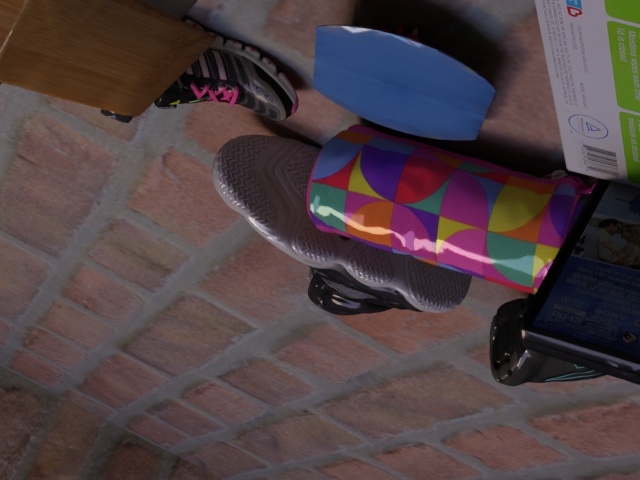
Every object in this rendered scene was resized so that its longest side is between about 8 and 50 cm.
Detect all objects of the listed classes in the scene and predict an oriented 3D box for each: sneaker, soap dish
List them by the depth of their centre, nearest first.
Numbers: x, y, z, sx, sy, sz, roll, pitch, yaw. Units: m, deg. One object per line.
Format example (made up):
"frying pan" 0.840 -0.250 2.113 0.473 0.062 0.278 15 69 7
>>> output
"soap dish" -0.250 -0.187 0.944 0.290 0.118 0.229 24 -174 21
"sneaker" -0.102 -0.132 1.101 0.170 0.075 0.063 28 160 -7
"sneaker" 0.240 0.068 1.210 0.106 0.101 0.267 6 163 -12
"sneaker" 0.000 0.000 1.269 0.268 0.101 0.153 28 158 -16

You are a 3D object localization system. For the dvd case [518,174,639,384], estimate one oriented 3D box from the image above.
"dvd case" 0.242 -0.006 0.760 0.180 0.253 0.022 16 139 24

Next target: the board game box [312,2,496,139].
"board game box" 0.063 -0.126 0.986 0.133 0.033 0.169 19 165 4

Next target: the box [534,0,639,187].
"box" 0.234 -0.117 0.658 0.231 0.127 0.262 15 158 24

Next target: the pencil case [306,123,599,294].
"pencil case" 0.108 -0.028 1.086 0.236 0.104 0.104 14 158 23
